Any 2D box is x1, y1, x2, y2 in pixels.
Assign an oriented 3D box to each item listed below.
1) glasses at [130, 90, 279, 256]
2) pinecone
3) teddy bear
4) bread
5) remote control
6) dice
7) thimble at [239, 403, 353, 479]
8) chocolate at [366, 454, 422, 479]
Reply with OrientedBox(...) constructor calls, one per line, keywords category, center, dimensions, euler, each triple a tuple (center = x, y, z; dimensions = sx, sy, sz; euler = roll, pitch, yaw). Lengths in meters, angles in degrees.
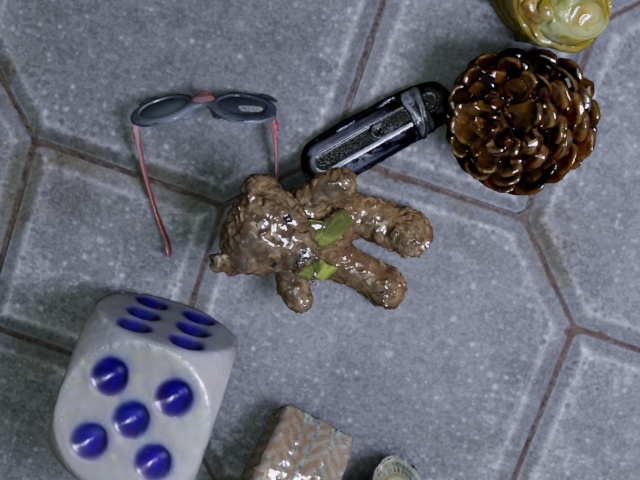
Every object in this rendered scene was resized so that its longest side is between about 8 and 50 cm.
OrientedBox(category="glasses", center=(-0.180, -0.111, 1.544), dimensions=(0.234, 0.118, 0.268), euler=(-1, 119, 2))
OrientedBox(category="pinecone", center=(0.289, -0.176, 1.405), dimensions=(0.224, 0.273, 0.224), euler=(9, 106, 35))
OrientedBox(category="teddy bear", center=(0.009, 0.005, 1.447), dimensions=(0.296, 0.222, 0.246), euler=(25, 111, 4))
OrientedBox(category="bread", center=(0.328, -0.340, 1.362), dimensions=(0.152, 0.267, 0.129), euler=(15, 105, -1))
OrientedBox(category="remote control", center=(0.088, -0.168, 1.500), dimensions=(0.266, 0.066, 0.090), euler=(-28, 98, 8))
OrientedBox(category="dice", center=(-0.275, 0.239, 1.493), dimensions=(0.243, 0.259, 0.251), euler=(19, 99, -1))
OrientedBox(category="thimble", center=(-0.053, 0.396, 1.542), dimensions=(0.148, 0.196, 0.229), euler=(28, 70, -4))
OrientedBox(category="chocolate", center=(0.090, 0.475, 1.560), dimensions=(0.147, 0.221, 0.221), euler=(-29, 97, 29))
